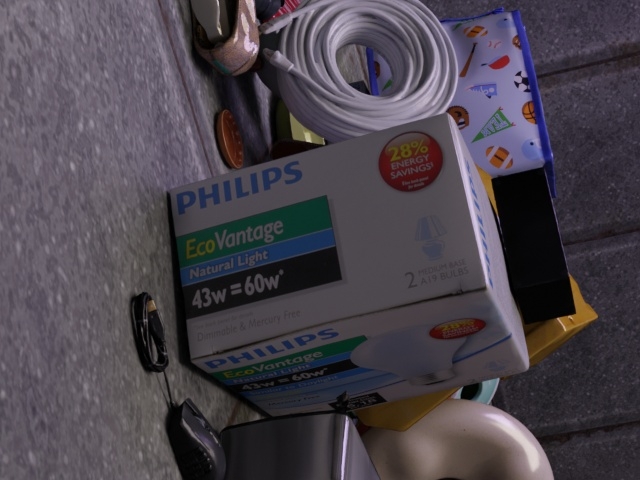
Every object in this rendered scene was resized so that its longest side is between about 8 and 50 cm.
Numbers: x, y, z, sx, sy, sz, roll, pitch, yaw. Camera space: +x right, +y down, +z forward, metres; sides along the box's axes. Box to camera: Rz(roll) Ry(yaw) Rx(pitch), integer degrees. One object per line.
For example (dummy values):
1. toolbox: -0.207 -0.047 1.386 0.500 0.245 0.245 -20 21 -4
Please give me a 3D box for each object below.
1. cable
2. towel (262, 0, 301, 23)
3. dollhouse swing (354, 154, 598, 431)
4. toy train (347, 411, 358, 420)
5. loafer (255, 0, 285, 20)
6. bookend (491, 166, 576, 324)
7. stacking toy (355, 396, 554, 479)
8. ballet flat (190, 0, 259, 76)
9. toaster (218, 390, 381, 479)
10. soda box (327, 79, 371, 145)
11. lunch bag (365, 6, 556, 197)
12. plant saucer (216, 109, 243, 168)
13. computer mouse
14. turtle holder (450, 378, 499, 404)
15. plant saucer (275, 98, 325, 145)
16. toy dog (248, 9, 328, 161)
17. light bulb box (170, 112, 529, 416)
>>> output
1. cable: 0.063 -0.247 1.795 0.257 0.257 0.089 50 -25 7
2. towel: -0.079 -0.464 2.226 0.199 0.031 0.275 41 37 -66
3. dollhouse swing: 0.164 0.080 1.871 0.347 0.305 0.315 52 20 14
4. toy train: 0.043 0.279 2.089 0.083 0.023 0.017 58 24 -56
5. loafer: -0.096 -0.377 1.930 0.078 0.076 0.223 37 16 -2
6. bookend: 0.283 0.011 1.663 0.157 0.072 0.156 57 22 -64
7. stacking toy: 0.148 0.352 2.054 0.480 0.350 0.351 -124 -163 -72
8. ballet flat: -0.144 -0.385 1.725 0.106 0.107 0.316 8 69 -62
9. toaster: -0.025 0.282 1.469 0.110 0.168 0.186 -87 161 -45
10. soda box: 0.069 -0.161 2.447 0.098 0.091 0.286 54 27 -63
11. lunch bag: 0.267 -0.252 2.442 0.239 0.327 0.385 64 16 -67
12. plant saucer: -0.128 -0.141 1.756 0.083 0.013 0.083 -13 90 -77
13. computer mouse: -0.146 0.165 1.342 0.071 0.041 0.242 -70 145 -65
14. turtle holder: 0.197 0.266 2.386 0.243 0.320 0.227 46 12 4
15. plant saucer: -0.031 -0.150 2.130 0.241 0.037 0.241 -12 90 -78
16. toy dog: -0.023 -0.199 1.915 0.334 0.161 0.220 52 -33 12
17. light bulb box: 0.048 0.054 1.565 0.361 0.358 0.225 49 29 -64
